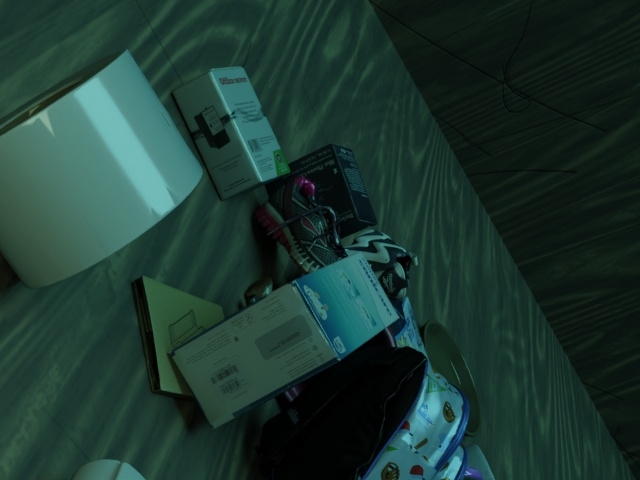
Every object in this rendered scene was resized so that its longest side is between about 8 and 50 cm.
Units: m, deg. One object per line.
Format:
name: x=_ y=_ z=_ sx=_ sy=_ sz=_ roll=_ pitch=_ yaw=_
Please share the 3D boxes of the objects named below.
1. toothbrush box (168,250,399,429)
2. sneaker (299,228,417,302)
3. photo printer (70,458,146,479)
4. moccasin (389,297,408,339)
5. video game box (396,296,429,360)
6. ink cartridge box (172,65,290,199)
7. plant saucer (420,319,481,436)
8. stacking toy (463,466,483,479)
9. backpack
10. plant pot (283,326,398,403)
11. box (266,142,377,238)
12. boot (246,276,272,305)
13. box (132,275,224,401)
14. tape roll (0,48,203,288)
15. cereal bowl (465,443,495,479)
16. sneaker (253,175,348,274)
toothbrush box: x=-0.042 y=0.133 z=1.543 sx=0.126 sy=0.216 sz=0.295 roll=60 pitch=19 yaw=2
sneaker: x=0.078 y=0.071 z=1.939 sx=0.235 sy=0.153 sz=0.094 roll=-28 pitch=123 yaw=-36
photo printer: x=-0.203 y=0.407 z=1.078 sx=0.256 sy=0.107 sz=0.307 roll=57 pitch=22 yaw=-21
moccasin: x=0.086 y=0.132 z=2.086 sx=0.117 sy=0.137 sz=0.342 roll=58 pitch=8 yaw=-9
video game box: x=0.170 y=0.238 z=2.209 sx=0.205 sy=0.048 sz=0.187 roll=-54 pitch=130 yaw=-67
ink cartridge box: x=-0.151 y=-0.188 z=1.880 sx=0.208 sy=0.087 sz=0.153 roll=66 pitch=21 yaw=-1
plant saucer: x=0.285 y=0.313 z=2.449 sx=0.278 sy=0.041 sz=0.278 roll=51 pitch=25 yaw=-35
stacking toy: x=0.208 y=0.415 z=1.714 sx=0.175 sy=0.165 sz=0.302 roll=23 pitch=50 yaw=-43
backpack: x=0.086 y=0.283 z=1.518 sx=0.213 sy=0.263 sz=0.276 roll=38 pitch=-13 yaw=-27
plant pot: x=0.033 y=0.194 z=1.791 sx=0.180 sy=0.201 sz=0.201 roll=25 pitch=42 yaw=-82
box: x=0.000 y=-0.076 z=2.024 sx=0.093 sy=0.156 sz=0.158 roll=9 pitch=59 yaw=-65
boot: x=-0.089 y=0.118 z=1.773 sx=0.087 sy=0.042 sz=0.118 roll=67 pitch=21 yaw=-14
box: x=-0.184 y=0.149 z=1.529 sx=0.201 sy=0.021 sz=0.164 roll=29 pitch=41 yaw=-58
tape roll: x=-0.281 y=-0.081 z=1.237 sx=0.169 sy=0.246 sz=0.246 roll=59 pitch=22 yaw=-17
cereal bowl: x=0.250 y=0.538 z=1.906 sx=0.339 sy=0.141 sz=0.339 roll=168 pitch=-90 yaw=-88
sneaker: x=0.000 y=0.000 z=1.854 sx=0.299 sy=0.112 sz=0.121 roll=47 pitch=8 yaw=35
